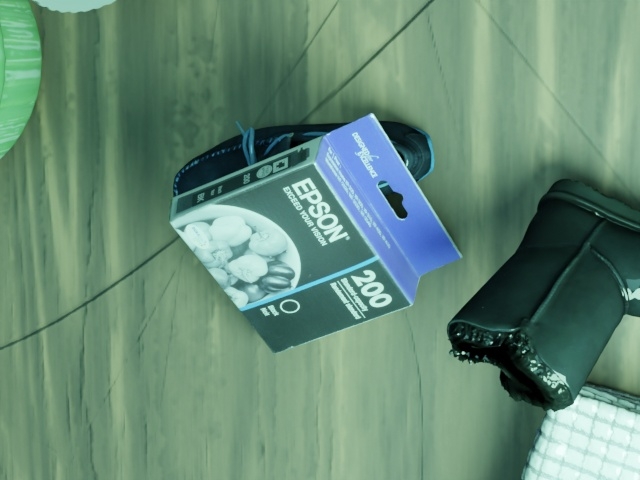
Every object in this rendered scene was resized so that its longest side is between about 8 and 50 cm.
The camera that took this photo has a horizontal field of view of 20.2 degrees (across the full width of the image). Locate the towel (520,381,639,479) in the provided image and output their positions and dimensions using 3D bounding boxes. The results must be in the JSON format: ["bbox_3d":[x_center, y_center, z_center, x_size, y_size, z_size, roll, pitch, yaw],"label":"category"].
[{"bbox_3d":[0.311,0.267,1.623,0.283,0.121,0.235,18,102,12],"label":"towel"}]

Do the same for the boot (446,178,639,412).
[{"bbox_3d":[0.257,0.073,1.569,0.246,0.094,0.207,26,59,16],"label":"boot"}]

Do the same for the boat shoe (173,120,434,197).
[{"bbox_3d":[-0.026,-0.073,1.690,0.258,0.089,0.109,-16,92,17],"label":"boat shoe"}]

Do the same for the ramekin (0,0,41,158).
[{"bbox_3d":[-0.424,-0.178,1.760,0.303,0.148,0.303,2,96,16],"label":"ramekin"}]

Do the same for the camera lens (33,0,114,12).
[{"bbox_3d":[-0.272,-0.360,1.622,0.274,0.219,0.219,43,107,30],"label":"camera lens"}]

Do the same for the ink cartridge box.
[{"bbox_3d":[0.000,0.000,1.654,0.208,0.045,0.206,-23,130,16],"label":"ink cartridge box"}]
